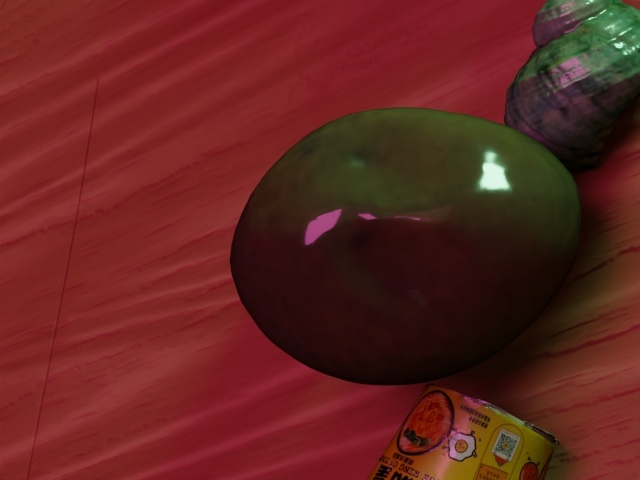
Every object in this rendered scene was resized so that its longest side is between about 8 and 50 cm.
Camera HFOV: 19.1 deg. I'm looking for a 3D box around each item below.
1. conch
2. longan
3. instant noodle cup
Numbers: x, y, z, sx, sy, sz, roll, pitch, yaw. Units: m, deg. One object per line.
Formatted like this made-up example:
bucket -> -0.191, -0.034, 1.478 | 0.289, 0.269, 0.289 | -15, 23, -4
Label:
conch -> 0.253, -0.166, 1.884 | 0.176, 0.122, 0.188 | 13, 81, 66
longan -> 0.084, 0.008, 1.849 | 0.350, 0.288, 0.288 | -13, 67, 16
instant noodle cup -> 0.136, 0.226, 1.832 | 0.182, 0.182, 0.144 | 21, 82, 42
